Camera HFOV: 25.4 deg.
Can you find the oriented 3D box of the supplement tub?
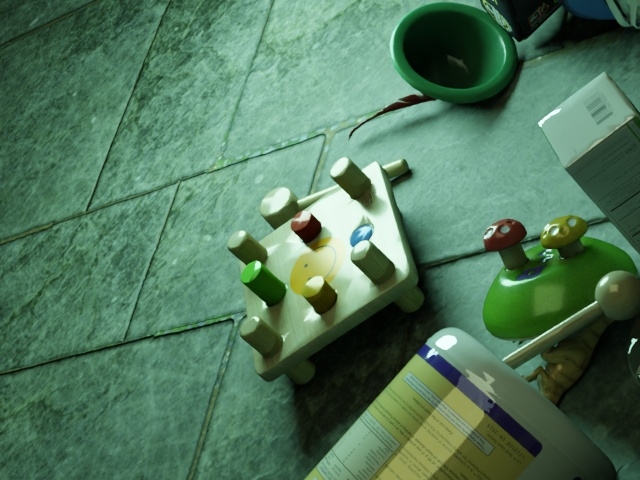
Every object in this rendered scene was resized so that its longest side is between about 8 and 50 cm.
[{"bbox_3d":[0.109,0.281,1.442,0.331,0.241,0.241,-48,34,-2],"label":"supplement tub"}]

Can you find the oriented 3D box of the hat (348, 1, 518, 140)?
[{"bbox_3d":[0.172,-0.230,2.081,0.208,0.183,0.173,19,62,7],"label":"hat"}]

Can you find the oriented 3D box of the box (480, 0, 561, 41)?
[{"bbox_3d":[0.356,-0.478,1.874,0.395,0.318,0.097,-43,67,1],"label":"box"}]

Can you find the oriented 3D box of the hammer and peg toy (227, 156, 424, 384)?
[{"bbox_3d":[0.000,0.000,1.941,0.266,0.127,0.361,-34,36,18],"label":"hammer and peg toy"}]

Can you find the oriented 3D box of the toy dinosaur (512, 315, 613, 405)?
[{"bbox_3d":[0.283,0.120,1.592,0.112,0.064,0.211,41,97,37],"label":"toy dinosaur"}]

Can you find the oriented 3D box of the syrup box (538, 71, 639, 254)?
[{"bbox_3d":[0.345,-0.061,1.534,0.096,0.237,0.093,-38,36,15],"label":"syrup box"}]

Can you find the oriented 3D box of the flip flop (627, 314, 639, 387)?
[{"bbox_3d":[0.404,0.160,1.401,0.112,0.080,0.277,-43,50,7],"label":"flip flop"}]

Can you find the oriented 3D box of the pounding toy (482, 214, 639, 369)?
[{"bbox_3d":[0.252,0.029,1.577,0.183,0.110,0.237,-23,14,7],"label":"pounding toy"}]

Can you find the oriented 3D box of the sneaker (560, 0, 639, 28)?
[{"bbox_3d":[0.434,-0.299,1.772,0.322,0.130,0.236,-14,41,31],"label":"sneaker"}]
